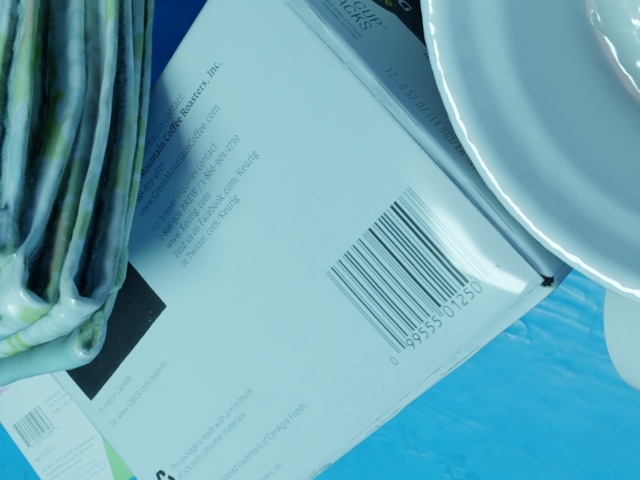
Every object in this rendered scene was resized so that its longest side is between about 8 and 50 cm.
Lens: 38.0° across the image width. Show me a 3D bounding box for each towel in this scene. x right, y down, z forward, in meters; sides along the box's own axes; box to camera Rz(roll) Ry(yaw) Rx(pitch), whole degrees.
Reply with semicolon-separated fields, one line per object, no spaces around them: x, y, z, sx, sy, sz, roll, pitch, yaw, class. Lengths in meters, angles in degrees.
-0.223;-0.066;0.611;0.374;0.090;0.321;-18;66;50;towel

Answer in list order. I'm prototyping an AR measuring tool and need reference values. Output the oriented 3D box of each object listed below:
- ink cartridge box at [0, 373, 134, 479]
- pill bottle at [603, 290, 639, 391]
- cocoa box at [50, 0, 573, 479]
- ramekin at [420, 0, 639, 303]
-0.253;0.056;0.876;0.207;0.119;0.353;-35;90;37;ink cartridge box
0.288;0.051;0.472;0.264;0.153;0.153;13;120;55;pill bottle
0.000;0.000;0.623;0.231;0.228;0.347;48;127;8;cocoa box
0.192;-0.112;0.380;0.277;0.135;0.277;17;121;29;ramekin
